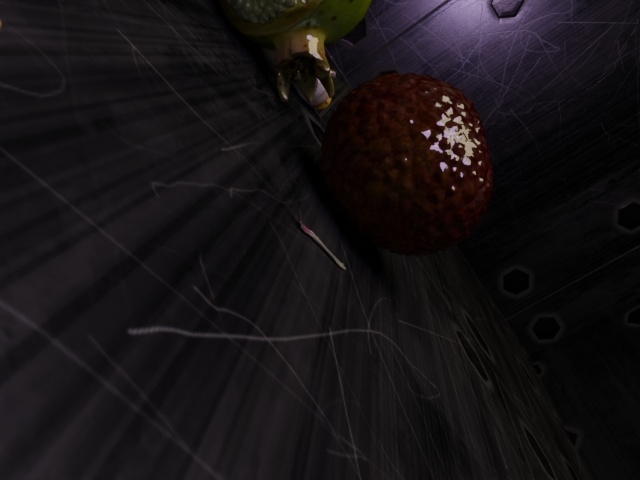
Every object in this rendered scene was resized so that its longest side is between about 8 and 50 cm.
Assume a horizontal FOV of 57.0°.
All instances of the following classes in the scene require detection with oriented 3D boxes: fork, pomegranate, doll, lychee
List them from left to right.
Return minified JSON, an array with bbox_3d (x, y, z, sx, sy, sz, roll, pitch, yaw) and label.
[{"bbox_3d":[-0.036,-0.392,0.937,0.260,0.260,0.341,-18,105,-75],"label":"pomegranate"},{"bbox_3d":[-0.008,-0.305,1.133,0.073,0.084,0.127,61,7,19],"label":"doll"},{"bbox_3d":[-0.001,0.001,0.654,0.115,0.012,0.016,51,19,-42],"label":"fork"},{"bbox_3d":[0.123,-0.103,0.843,0.261,0.260,0.260,52,15,-20],"label":"lychee"}]

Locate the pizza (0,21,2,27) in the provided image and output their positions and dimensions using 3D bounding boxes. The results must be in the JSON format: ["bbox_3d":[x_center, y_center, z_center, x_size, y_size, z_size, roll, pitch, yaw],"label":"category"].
[{"bbox_3d":[-0.158,-0.044,0.077,0.258,0.087,0.268,44,20,-56],"label":"pizza"}]
